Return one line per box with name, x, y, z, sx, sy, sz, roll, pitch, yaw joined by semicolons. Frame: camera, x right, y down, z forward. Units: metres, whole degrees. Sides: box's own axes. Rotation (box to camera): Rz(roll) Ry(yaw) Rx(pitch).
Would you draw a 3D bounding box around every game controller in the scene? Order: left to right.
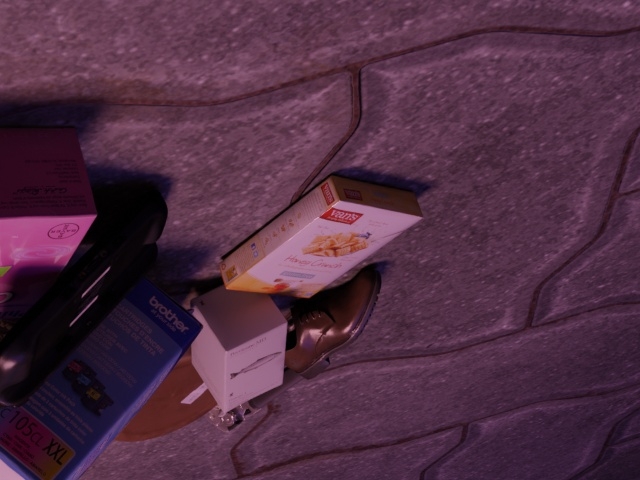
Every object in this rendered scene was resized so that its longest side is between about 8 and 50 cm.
game controller;-0.290;0.067;1.695;0.319;0.067;0.166;-51;167;-39

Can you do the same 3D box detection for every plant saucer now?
plant saucer;-0.240;0.233;2.237;0.278;0.041;0.278;-24;151;-14

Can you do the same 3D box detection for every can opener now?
can opener;-0.095;0.231;2.388;0.283;0.076;0.095;-38;-179;36

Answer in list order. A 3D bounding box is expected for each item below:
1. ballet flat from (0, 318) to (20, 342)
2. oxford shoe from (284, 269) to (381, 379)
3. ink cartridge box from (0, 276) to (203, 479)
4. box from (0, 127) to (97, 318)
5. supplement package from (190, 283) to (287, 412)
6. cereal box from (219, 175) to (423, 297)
ballet flat;-0.545;0.179;1.805;0.483;0.182;0.164;-10;154;-17
oxford shoe;0.007;0.120;2.181;0.096;0.082;0.227;30;118;-22
ink cartridge box;-0.325;0.208;1.906;0.395;0.151;0.270;-51;-179;-40
box;-0.394;-0.013;1.580;0.214;0.117;0.243;-2;152;-32
supplement package;-0.120;0.149;2.074;0.105;0.105;0.179;-25;150;-20
cereal box;0.000;0.000;1.960;0.173;0.047;0.240;9;145;-45
